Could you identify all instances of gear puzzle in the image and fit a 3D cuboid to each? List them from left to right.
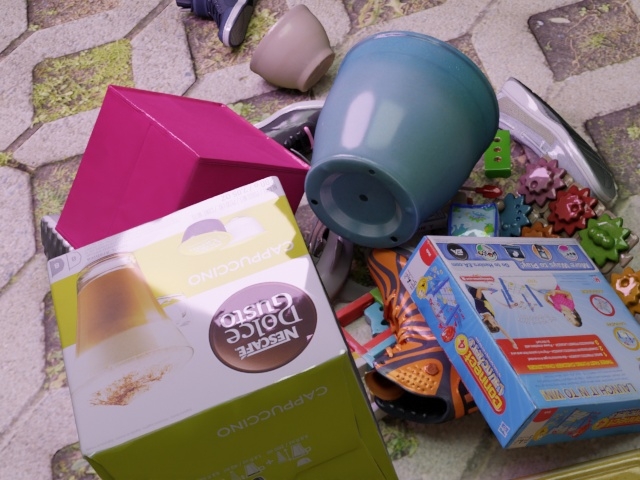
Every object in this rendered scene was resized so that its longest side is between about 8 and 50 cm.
[{"bbox_3d":[0.386,0.011,1.852,0.175,0.044,0.339,-47,49,10],"label":"gear puzzle"}]

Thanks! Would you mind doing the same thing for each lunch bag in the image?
[{"bbox_3d":[0.240,0.035,1.853,0.096,0.129,0.151,1,46,11],"label":"lunch bag"}]

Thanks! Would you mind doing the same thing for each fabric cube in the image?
[{"bbox_3d":[-0.213,-0.062,1.869,0.254,0.258,0.259,5,26,-48],"label":"fabric cube"}]

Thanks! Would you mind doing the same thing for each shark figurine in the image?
[{"bbox_3d":[0.014,-0.004,1.897,0.166,0.116,0.278,2,71,2],"label":"shark figurine"}]

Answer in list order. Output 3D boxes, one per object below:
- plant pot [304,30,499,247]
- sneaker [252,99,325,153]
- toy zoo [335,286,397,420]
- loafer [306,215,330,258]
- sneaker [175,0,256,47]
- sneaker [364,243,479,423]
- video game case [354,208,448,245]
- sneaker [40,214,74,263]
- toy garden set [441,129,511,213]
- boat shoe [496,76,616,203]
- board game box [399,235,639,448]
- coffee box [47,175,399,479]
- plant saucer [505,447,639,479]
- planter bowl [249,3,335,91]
[{"bbox_3d":[0.107,-0.135,1.819,0.272,0.271,0.255,11,48,20],"label":"plant pot"},{"bbox_3d":[-0.075,-0.147,2.111,0.296,0.104,0.147,-17,47,2],"label":"sneaker"},{"bbox_3d":[0.071,0.178,1.813,0.293,0.030,0.192,-31,49,-19],"label":"toy zoo"},{"bbox_3d":[0.000,0.000,1.992,0.039,0.045,0.125,8,45,7],"label":"loafer"},{"bbox_3d":[-0.227,-0.471,2.447,0.163,0.086,0.226,8,38,3],"label":"sneaker"},{"bbox_3d":[0.122,0.134,1.737,0.180,0.124,0.321,-27,48,-18],"label":"sneaker"},{"bbox_3d":[0.101,-0.078,2.046,0.183,0.023,0.201,-12,45,-12],"label":"video game case"},{"bbox_3d":[-0.360,0.038,1.998,0.281,0.105,0.115,34,45,27],"label":"sneaker"},{"bbox_3d":[0.196,-0.098,1.996,0.244,0.049,0.204,-3,42,10],"label":"toy garden set"},{"bbox_3d":[0.387,-0.156,2.038,0.103,0.118,0.320,-48,49,17],"label":"boat shoe"},{"bbox_3d":[0.307,0.129,1.651,0.308,0.086,0.302,1,45,-36],"label":"board game box"},{"bbox_3d":[-0.126,0.184,1.600,0.338,0.338,0.334,-21,47,-1],"label":"coffee box"},{"bbox_3d":[0.343,0.408,1.508,0.333,0.081,0.333,-13,45,-3],"label":"plant saucer"},{"bbox_3d":[-0.041,-0.353,2.277,0.109,0.162,0.162,40,60,8],"label":"planter bowl"}]
